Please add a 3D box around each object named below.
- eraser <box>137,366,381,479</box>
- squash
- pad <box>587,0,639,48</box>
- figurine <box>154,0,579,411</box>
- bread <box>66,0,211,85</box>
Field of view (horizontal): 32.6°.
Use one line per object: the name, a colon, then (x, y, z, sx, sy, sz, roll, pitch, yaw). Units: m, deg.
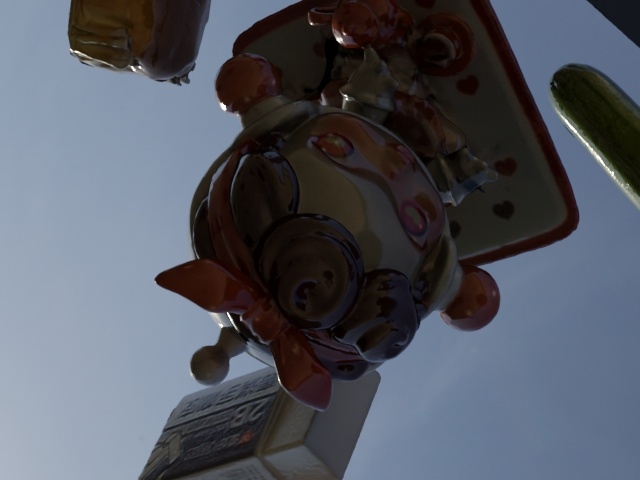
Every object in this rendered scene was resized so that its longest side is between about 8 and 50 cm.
eraser: (-0.056, 0.172, 0.964, 0.210, 0.068, 0.124, -24, -155, 37)
squash: (0.300, -0.086, 1.045, 0.069, 0.069, 0.239, -45, -122, 19)
pad: (0.213, -0.347, 0.860, 0.248, 0.367, 0.007, -58, -153, 1)
figurine: (0.005, -0.013, 0.534, 0.160, 0.184, 0.226, -19, -163, 32)
bread: (-0.164, -0.281, 1.075, 0.107, 0.136, 0.241, 13, -85, 22)
